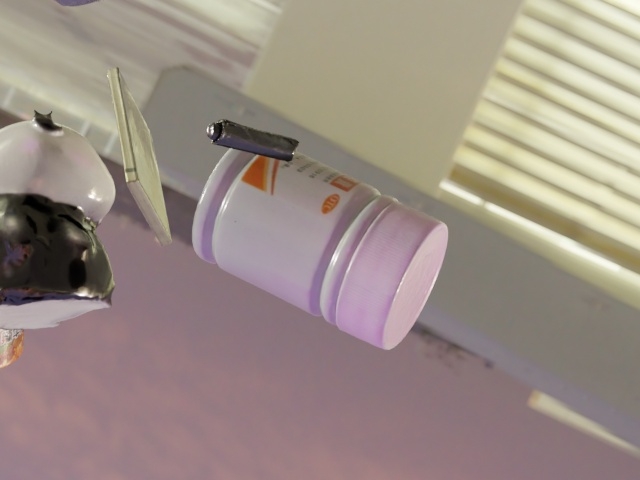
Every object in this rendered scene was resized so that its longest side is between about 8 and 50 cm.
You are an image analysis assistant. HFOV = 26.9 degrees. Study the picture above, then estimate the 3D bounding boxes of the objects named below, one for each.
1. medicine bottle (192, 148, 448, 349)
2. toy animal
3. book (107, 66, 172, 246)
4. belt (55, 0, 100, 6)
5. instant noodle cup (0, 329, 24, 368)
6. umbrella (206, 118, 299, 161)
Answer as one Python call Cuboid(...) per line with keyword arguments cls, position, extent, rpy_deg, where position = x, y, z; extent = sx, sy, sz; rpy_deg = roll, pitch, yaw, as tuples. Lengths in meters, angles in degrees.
Cuboid(cls="medicine bottle", position=(0.000, 0.000, 1.885), extent=(0.316, 0.202, 0.202), rpy_deg=(26, 180, 17))
Cuboid(cls="toy animal", position=(-0.439, -0.034, 2.058), extent=(0.251, 0.310, 0.251), rpy_deg=(-10, 165, -3))
Cuboid(cls="book", position=(-0.315, -0.146, 2.332), extent=(0.191, 0.025, 0.269), rpy_deg=(68, -175, -53))
Cuboid(cls="belt", position=(-0.242, -0.427, 1.857), extent=(0.339, 0.122, 0.217), rpy_deg=(-7, -141, -3))
Cuboid(cls="instant noodle cup", position=(-0.634, 0.113, 2.392), extent=(0.250, 0.192, 0.250), rpy_deg=(2, -156, -1))
Cuboid(cls="umbrella", position=(-0.087, -0.131, 1.743), extent=(0.133, 0.036, 0.031), rpy_deg=(11, 179, -35))
